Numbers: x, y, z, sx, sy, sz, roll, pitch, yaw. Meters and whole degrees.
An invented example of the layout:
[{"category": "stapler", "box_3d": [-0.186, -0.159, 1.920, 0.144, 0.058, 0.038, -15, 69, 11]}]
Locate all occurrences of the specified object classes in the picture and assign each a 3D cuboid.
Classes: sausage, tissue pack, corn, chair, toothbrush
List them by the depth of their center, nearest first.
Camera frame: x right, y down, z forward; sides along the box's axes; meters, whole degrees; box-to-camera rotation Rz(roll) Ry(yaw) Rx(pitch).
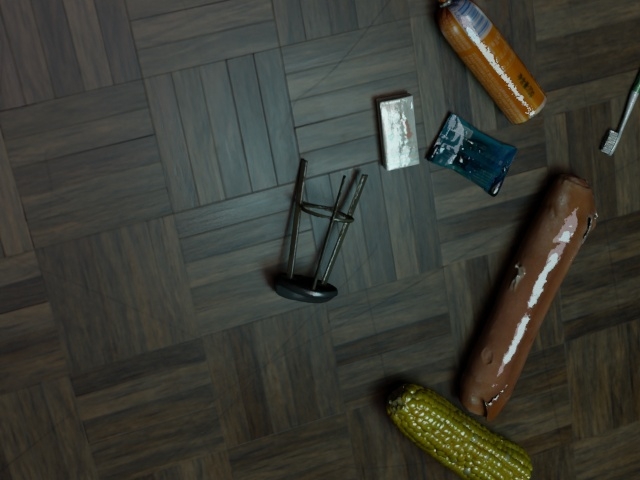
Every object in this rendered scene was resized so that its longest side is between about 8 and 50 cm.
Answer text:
[{"category": "chair", "box_3d": [0.000, 0.000, 1.624, 0.104, 0.095, 0.221, 13, 104, -10]}, {"category": "sausage", "box_3d": [0.245, -0.276, 1.630, 0.071, 0.071, 0.234, -43, 116, -1]}, {"category": "tissue pack", "box_3d": [0.115, -0.162, 1.649, 0.056, 0.023, 0.108, -12, 111, -15]}, {"category": "tissue pack", "box_3d": [0.237, -0.130, 1.701, 0.138, 0.028, 0.085, 24, 98, -27]}, {"category": "toothbrush", "box_3d": [0.510, -0.255, 1.757, 0.024, 0.018, 0.257, 22, 100, -17]}, {"category": "sausage", "box_3d": [0.332, 0.092, 1.772, 0.094, 0.094, 0.419, 27, 100, 19]}, {"category": "corn", "box_3d": [0.223, 0.327, 1.812, 0.313, 0.102, 0.102, 34, 94, -23]}]
